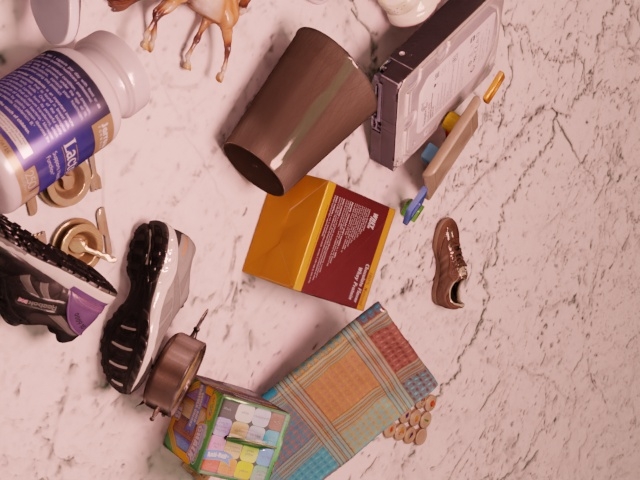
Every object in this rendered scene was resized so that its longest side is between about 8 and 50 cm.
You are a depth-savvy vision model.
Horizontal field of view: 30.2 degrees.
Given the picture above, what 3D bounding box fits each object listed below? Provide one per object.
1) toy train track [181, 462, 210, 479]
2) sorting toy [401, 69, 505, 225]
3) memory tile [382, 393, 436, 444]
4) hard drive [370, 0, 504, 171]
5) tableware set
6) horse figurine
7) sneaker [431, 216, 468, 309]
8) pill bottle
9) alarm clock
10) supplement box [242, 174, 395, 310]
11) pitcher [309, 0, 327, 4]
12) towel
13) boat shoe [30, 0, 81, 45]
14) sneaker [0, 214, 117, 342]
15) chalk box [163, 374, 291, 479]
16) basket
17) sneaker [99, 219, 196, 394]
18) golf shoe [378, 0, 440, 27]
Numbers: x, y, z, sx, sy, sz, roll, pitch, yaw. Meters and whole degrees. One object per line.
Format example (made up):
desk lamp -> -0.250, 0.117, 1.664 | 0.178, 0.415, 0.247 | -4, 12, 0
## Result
toy train track -> -0.214, 0.403, 2.038 | 0.048, 0.014, 0.083 | -51, 128, -14
sorting toy -> 0.239, -0.180, 2.254 | 0.348, 0.047, 0.196 | -56, 170, -7
memory tile -> 0.186, 0.363, 2.454 | 0.148, 0.012, 0.113 | 23, 86, -48
hard drive -> 0.216, -0.310, 2.172 | 0.339, 0.064, 0.237 | -45, 154, -28
tableware set -> -0.356, -0.038, 1.725 | 0.128, 0.039, 0.194 | -27, 121, -39
horse figurine -> -0.194, -0.349, 1.783 | 0.263, 0.066, 0.175 | 17, 95, -51
sneaker -> 0.272, 0.048, 2.401 | 0.066, 0.071, 0.189 | -16, 114, -43
pill bottle -> -0.364, -0.166, 1.591 | 0.264, 0.153, 0.153 | -41, 129, -30
alarm clock -> -0.225, 0.193, 1.885 | 0.192, 0.064, 0.129 | -62, 176, -4
supplement box -> 0.000, 0.000, 2.052 | 0.194, 0.129, 0.191 | 20, 88, -48
pitcher -> 0.000, -0.485, 1.919 | 0.178, 0.125, 0.207 | -58, 150, 6
towel -> 0.021, 0.305, 2.138 | 0.370, 0.040, 0.271 | -39, 132, -3
boat shoe -> -0.346, -0.376, 1.586 | 0.076, 0.080, 0.229 | -14, 92, -52
sneaker -> -0.421, 0.056, 1.642 | 0.283, 0.107, 0.124 | 36, 94, -36
chalk box -> -0.143, 0.312, 1.914 | 0.132, 0.213, 0.132 | 20, 88, -27
basket -> -0.041, -0.197, 1.937 | 0.227, 0.154, 0.204 | -51, 133, -19
sneaker -> -0.257, 0.110, 1.838 | 0.108, 0.100, 0.272 | 20, 87, -54
golf shoe -> 0.188, -0.532, 2.103 | 0.140, 0.115, 0.306 | 39, 73, -43
